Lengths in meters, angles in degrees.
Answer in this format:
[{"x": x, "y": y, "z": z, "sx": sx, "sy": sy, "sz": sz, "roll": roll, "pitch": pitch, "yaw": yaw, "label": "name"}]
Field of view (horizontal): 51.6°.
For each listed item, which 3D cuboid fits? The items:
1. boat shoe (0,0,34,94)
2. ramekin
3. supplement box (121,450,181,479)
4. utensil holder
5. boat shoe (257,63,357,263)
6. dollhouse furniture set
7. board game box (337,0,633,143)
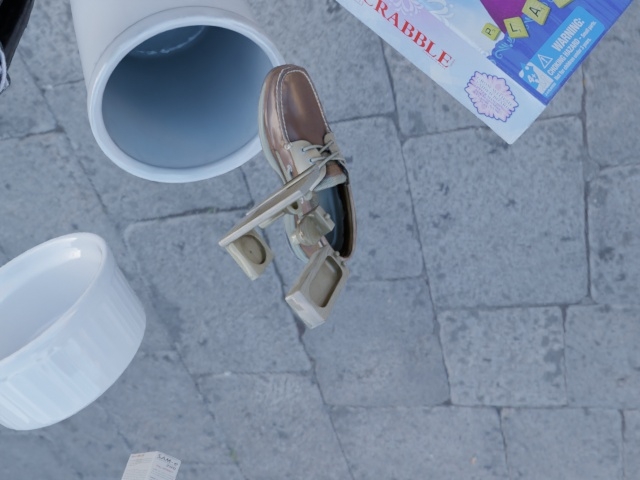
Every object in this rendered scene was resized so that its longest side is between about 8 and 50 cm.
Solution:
[{"x": -0.414, "y": -0.254, "z": 0.820, "sx": 0.095, "sy": 0.335, "sz": 0.112, "roll": -1, "pitch": 136, "yaw": -19, "label": "boat shoe"}, {"x": -0.383, "y": 0.128, "z": 0.927, "sx": 0.277, "sy": 0.277, "sz": 0.135, "roll": -13, "pitch": 125, "yaw": 23, "label": "ramekin"}, {"x": -0.201, "y": 0.291, "z": 0.741, "sx": 0.036, "sy": 0.099, "sz": 0.062, "roll": 37, "pitch": 141, "yaw": -30, "label": "supplement box"}, {"x": -0.266, "y": -0.348, "z": 1.175, "sx": 0.327, "sy": 0.386, "sz": 0.328, "roll": -16, "pitch": 142, "yaw": -13, "label": "utensil holder"}, {"x": -0.005, "y": -0.112, "z": 1.027, "sx": 0.116, "sy": 0.123, "sz": 0.325, "roll": 12, "pitch": 123, "yaw": 53, "label": "boat shoe"}, {"x": 0.000, "y": 0.000, "z": 0.765, "sx": 0.123, "sy": 0.144, "sz": 0.151, "roll": -31, "pitch": 104, "yaw": 31, "label": "dollhouse furniture set"}, {"x": 0.142, "y": -0.296, "z": 0.591, "sx": 0.318, "sy": 0.319, "sz": 0.066, "roll": 40, "pitch": 157, "yaw": 5, "label": "board game box"}]
